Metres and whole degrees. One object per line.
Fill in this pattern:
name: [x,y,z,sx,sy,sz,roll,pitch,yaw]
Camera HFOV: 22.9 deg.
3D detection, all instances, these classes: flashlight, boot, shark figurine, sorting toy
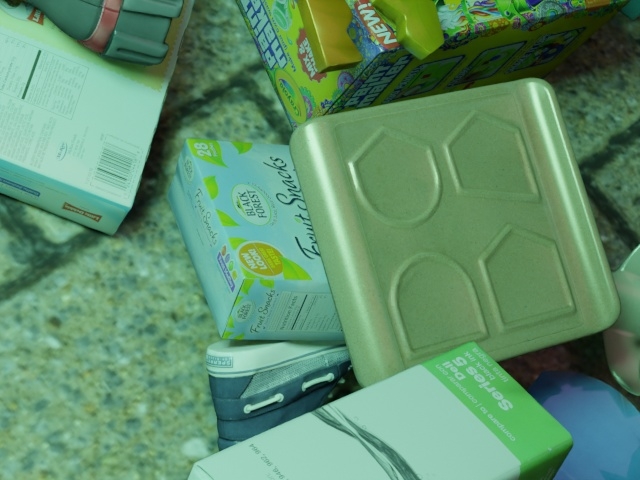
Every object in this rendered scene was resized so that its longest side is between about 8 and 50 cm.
flashlight: [-0.256,-0.210,1.183,0.304,0.103,0.103,12,65,-18]
boot: [-0.013,0.111,1.259,0.190,0.069,0.086,-11,102,-40]
shark figurine: [0.310,0.104,1.398,0.166,0.116,0.278,-43,81,-1]
sorting toy: [0.090,-0.053,1.218,0.229,0.041,0.307,-13,83,-24]

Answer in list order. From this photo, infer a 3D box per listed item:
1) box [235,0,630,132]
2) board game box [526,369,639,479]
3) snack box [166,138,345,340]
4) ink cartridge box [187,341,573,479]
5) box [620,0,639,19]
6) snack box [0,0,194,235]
box: [0.070,-0.273,1.400,0.279,0.177,0.290,-17,76,-30]
board game box: [0.202,0.197,1.330,0.133,0.033,0.168,40,74,7]
snack box: [0.000,0.000,1.264,0.207,0.070,0.174,1,40,-26]
ink cartridge box: [0.019,0.207,1.088,0.273,0.198,0.115,-18,53,-42]
box: [0.248,-0.335,1.584,0.244,0.060,0.100,33,58,-10]
snack box: [-0.207,-0.182,1.286,0.187,0.060,0.322,22,60,-14]
